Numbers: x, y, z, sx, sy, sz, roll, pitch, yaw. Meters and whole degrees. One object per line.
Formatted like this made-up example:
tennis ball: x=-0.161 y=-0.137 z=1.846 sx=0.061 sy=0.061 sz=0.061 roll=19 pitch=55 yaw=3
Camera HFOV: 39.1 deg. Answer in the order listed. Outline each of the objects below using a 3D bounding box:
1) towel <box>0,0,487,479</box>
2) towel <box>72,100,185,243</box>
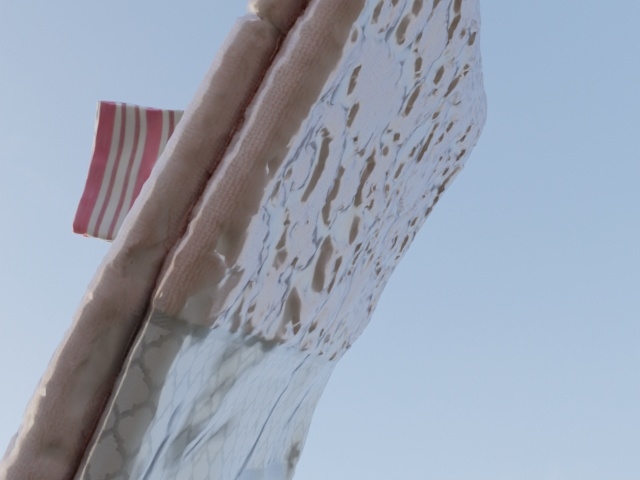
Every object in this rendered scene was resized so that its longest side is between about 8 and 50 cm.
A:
towel: x=0.000 y=0.000 z=0.472 sx=0.053 sy=0.332 sz=0.317 roll=27 pitch=-94 yaw=15
towel: x=-0.145 y=-0.060 z=0.885 sx=0.197 sy=0.029 sz=0.144 roll=9 pitch=-95 yaw=17
